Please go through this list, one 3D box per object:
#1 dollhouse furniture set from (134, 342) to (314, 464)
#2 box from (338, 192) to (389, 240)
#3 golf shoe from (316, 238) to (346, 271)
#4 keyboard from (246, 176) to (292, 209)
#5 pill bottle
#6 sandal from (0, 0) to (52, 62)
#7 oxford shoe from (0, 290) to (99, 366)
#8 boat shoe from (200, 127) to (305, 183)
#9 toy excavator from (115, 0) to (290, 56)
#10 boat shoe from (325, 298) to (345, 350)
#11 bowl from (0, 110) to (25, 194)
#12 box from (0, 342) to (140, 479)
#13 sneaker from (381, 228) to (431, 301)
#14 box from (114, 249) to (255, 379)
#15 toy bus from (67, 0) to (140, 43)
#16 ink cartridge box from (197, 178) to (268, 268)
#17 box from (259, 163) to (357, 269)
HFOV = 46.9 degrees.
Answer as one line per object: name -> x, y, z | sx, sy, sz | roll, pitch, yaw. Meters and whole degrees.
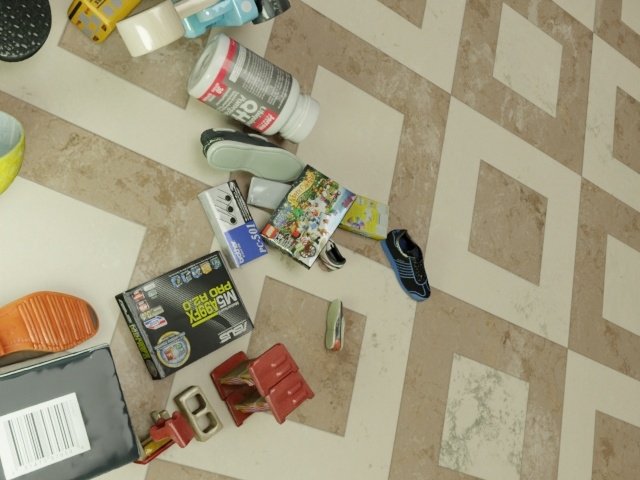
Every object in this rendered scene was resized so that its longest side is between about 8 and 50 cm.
dollhouse furniture set -> -0.227, 0.392, 1.648 | 0.374, 0.201, 0.152 | -33, 97, -36
box -> 0.111, -0.071, 2.095 | 0.179, 0.043, 0.105 | 19, 69, -32
golf shoe -> 0.000, 0.000, 1.975 | 0.186, 0.086, 0.067 | 49, 58, -13
keyboard -> -0.079, -0.111, 1.972 | 0.256, 0.014, 0.072 | 10, 90, -35
pill bottle -> -0.165, -0.379, 1.902 | 0.318, 0.176, 0.176 | 26, 65, -26
sandal -> -0.712, -0.572, 1.640 | 0.168, 0.107, 0.445 | -8, 70, -34
oxford shoe -> -0.620, 0.190, 1.493 | 0.364, 0.133, 0.130 | -5, 70, -53
boat shoe -> -0.170, -0.225, 1.903 | 0.302, 0.114, 0.091 | 14, 36, -45
toy excavator -> -0.297, -0.562, 1.753 | 0.445, 0.433, 0.222 | -33, 116, -16
boat shoe -> 0.045, 0.225, 1.970 | 0.043, 0.049, 0.137 | 17, 71, -33
bowl -> -0.722, -0.132, 1.452 | 0.289, 0.289, 0.156 | -28, 137, -36
box -> -0.548, 0.341, 1.322 | 0.293, 0.395, 0.212 | -15, 86, -37
sneaker -> 0.263, 0.072, 2.131 | 0.081, 0.090, 0.232 | -39, 100, -35
box -> -0.313, 0.170, 1.733 | 0.270, 0.060, 0.216 | -25, 92, -36
toy bus -> -0.476, -0.641, 1.799 | 0.130, 0.108, 0.332 | 42, 59, -19
ink cartridge box -> -0.220, -0.041, 1.859 | 0.097, 0.046, 0.207 | -25, 93, -35
box -> -0.032, -0.062, 1.925 | 0.159, 0.044, 0.233 | 33, 74, 2
